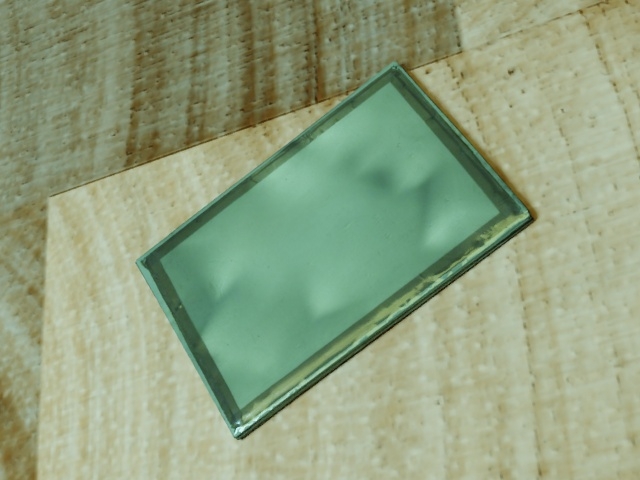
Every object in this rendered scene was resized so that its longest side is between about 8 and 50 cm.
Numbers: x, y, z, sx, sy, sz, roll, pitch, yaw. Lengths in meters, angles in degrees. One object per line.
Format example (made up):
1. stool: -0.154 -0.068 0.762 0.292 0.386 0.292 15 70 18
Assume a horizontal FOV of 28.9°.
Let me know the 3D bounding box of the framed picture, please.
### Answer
1. framed picture: 0.000 0.000 0.808 0.231 0.010 0.173 -36 52 3
